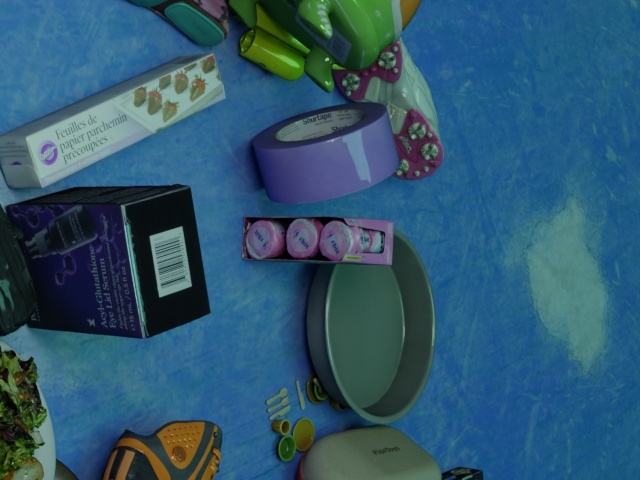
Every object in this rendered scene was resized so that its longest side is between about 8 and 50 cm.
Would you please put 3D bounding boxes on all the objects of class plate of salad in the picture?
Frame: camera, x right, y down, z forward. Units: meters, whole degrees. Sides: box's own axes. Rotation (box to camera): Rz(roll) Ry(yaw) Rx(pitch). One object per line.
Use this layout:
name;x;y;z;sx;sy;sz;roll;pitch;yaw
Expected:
plate of salad;-0.334;0.199;1.516;0.200;0.048;0.199;-18;90;-76

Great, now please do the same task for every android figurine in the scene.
android figurine;-0.011;-0.339;1.876;0.273;0.056;0.248;24;88;-30

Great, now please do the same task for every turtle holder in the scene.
turtle holder;-0.005;-0.368;1.734;0.227;0.320;0.243;-45;147;-11

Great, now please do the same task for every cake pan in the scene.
cake pan;0.074;0.123;2.033;0.293;0.054;0.293;8;80;-54

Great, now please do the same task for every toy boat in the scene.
toy boat;0.057;0.365;1.995;0.231;0.151;0.151;-1;121;-51

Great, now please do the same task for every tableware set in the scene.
tableware set;-0.016;0.248;1.972;0.154;0.024;0.104;-25;110;-47

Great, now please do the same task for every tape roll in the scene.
tape roll;0.008;-0.120;1.866;0.189;0.189;0.080;-33;115;-45

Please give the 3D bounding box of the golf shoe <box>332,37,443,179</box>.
golf shoe;0.095;-0.242;2.053;0.140;0.115;0.306;-68;139;-61

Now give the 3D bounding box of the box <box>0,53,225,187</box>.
box;-0.245;-0.148;1.661;0.324;0.067;0.063;-34;115;-45

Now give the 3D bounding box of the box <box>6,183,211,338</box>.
box;-0.240;0.021;1.558;0.108;0.207;0.153;-20;105;-48

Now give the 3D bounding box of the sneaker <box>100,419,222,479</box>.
sneaker;-0.131;0.330;1.713;0.321;0.125;0.180;41;41;-33

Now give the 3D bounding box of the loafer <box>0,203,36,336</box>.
loafer;-0.368;-0.004;1.514;0.078;0.076;0.223;-40;123;-51

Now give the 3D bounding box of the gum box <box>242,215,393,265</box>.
gum box;0.000;0.000;1.857;0.107;0.188;0.062;3;88;-51

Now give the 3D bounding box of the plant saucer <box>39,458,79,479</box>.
plant saucer;-0.351;0.390;1.558;0.311;0.050;0.310;-2;93;-51

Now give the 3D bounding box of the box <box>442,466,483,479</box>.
box;0.199;0.490;2.209;0.175;0.051;0.220;-9;97;-50

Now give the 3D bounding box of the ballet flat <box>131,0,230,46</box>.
ballet flat;-0.190;-0.320;1.727;0.221;0.077;0.079;30;50;-51
